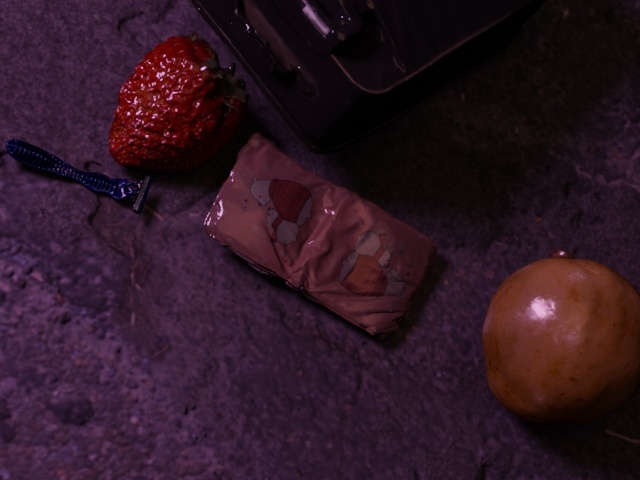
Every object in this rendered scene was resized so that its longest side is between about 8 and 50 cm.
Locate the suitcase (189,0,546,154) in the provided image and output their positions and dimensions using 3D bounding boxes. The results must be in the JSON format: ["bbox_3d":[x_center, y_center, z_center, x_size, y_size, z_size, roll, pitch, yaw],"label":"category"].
[{"bbox_3d":[0.070,-0.295,1.761,0.434,0.194,0.283,-35,85,-37],"label":"suitcase"}]

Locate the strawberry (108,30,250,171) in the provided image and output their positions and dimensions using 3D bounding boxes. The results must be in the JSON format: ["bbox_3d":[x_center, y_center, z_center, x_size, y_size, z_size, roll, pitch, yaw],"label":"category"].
[{"bbox_3d":[-0.150,-0.139,1.705,0.131,0.148,0.131,40,23,-21],"label":"strawberry"}]

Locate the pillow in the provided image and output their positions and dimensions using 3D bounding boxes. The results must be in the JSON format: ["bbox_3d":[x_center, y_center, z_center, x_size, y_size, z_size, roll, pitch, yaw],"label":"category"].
[{"bbox_3d":[0.000,0.000,1.738,0.248,0.049,0.135,30,66,-12],"label":"pillow"}]

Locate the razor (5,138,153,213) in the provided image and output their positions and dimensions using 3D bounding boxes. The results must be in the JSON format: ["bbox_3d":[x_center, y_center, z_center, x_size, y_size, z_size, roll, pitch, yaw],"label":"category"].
[{"bbox_3d":[-0.254,-0.070,1.682,0.155,0.028,0.044,20,72,-13],"label":"razor"}]

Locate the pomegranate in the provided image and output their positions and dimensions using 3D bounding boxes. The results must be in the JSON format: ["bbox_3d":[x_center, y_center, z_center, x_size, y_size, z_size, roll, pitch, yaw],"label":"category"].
[{"bbox_3d":[0.262,0.098,1.732,0.196,0.196,0.196,6,71,-17],"label":"pomegranate"}]
